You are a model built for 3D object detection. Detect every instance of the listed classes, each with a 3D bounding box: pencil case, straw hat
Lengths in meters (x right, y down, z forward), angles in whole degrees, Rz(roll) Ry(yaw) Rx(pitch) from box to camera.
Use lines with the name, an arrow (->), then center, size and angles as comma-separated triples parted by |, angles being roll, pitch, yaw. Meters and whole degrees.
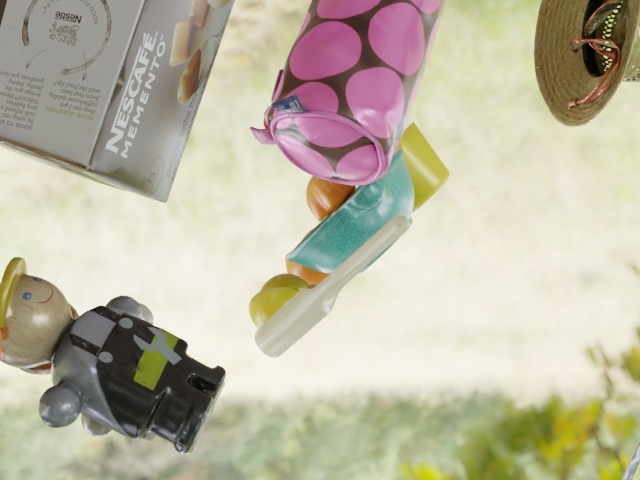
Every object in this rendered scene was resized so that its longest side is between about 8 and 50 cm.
pencil case -> 0.028, -0.146, 1.286 | 0.098, 0.209, 0.095 | 5, 147, 28
straw hat -> 0.203, -0.139, 1.241 | 0.061, 0.144, 0.144 | 9, 157, -21

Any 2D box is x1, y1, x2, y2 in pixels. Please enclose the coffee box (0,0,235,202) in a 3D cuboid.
coffee box -> -0.114, -0.159, 1.091 | 0.098, 0.246, 0.141 | 18, 177, 17

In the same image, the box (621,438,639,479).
box -> 0.337, 0.227, 1.437 | 0.060, 0.216, 0.270 | -32, 153, -25

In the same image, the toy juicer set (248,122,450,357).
toy juicer set -> 0.000, 0.000, 1.575 | 0.209, 0.089, 0.329 | -43, -178, 15

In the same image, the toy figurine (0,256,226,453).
toy figurine -> -0.156, 0.122, 1.009 | 0.213, 0.148, 0.209 | 110, 6, -86
